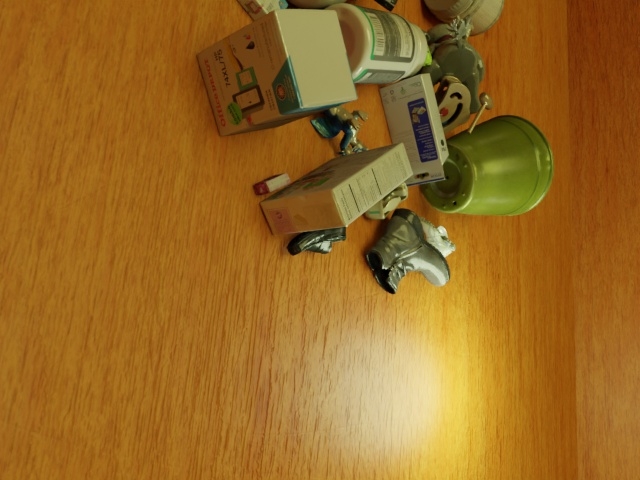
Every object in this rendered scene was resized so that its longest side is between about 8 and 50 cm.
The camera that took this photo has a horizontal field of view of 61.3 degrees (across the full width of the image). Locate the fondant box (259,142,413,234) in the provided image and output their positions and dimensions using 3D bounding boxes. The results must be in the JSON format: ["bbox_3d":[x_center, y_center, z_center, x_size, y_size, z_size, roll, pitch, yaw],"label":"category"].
[{"bbox_3d":[0.046,-0.132,1.354,0.330,0.238,0.096,-36,112,-44],"label":"fondant box"}]

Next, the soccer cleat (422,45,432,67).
[{"bbox_3d":[0.287,-0.583,1.730,0.060,0.179,0.072,-20,108,-30],"label":"soccer cleat"}]

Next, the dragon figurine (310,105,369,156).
[{"bbox_3d":[0.034,-0.337,1.484,0.289,0.144,0.085,41,55,-13],"label":"dragon figurine"}]

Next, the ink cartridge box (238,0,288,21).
[{"bbox_3d":[-0.149,-0.603,1.346,0.122,0.052,0.088,46,53,-35],"label":"ink cartridge box"}]

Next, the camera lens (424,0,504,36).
[{"bbox_3d":[0.540,-0.908,2.025,0.274,0.219,0.219,4,81,-47],"label":"camera lens"}]

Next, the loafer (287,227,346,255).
[{"bbox_3d":[0.000,0.000,1.404,0.223,0.076,0.078,-28,97,-50],"label":"loafer"}]

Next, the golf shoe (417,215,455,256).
[{"bbox_3d":[0.372,-0.006,1.825,0.176,0.086,0.069,43,10,-8],"label":"golf shoe"}]

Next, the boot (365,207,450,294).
[{"bbox_3d":[0.265,0.085,1.681,0.338,0.118,0.222,50,60,-28],"label":"boot"}]

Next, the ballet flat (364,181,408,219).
[{"bbox_3d":[0.223,-0.133,1.667,0.248,0.086,0.086,-42,115,-43],"label":"ballet flat"}]

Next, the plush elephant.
[{"bbox_3d":[0.421,-0.633,1.864,0.255,0.272,0.330,-100,-167,-55],"label":"plush elephant"}]

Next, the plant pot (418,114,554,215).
[{"bbox_3d":[0.541,-0.236,1.871,0.353,0.366,0.366,-15,95,-36],"label":"plant pot"}]

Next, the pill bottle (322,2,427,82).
[{"bbox_3d":[0.149,-0.554,1.552,0.361,0.204,0.204,-18,98,-50],"label":"pill bottle"}]

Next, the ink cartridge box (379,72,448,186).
[{"bbox_3d":[0.305,-0.346,1.725,0.065,0.165,0.332,-23,102,-46],"label":"ink cartridge box"}]

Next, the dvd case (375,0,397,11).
[{"bbox_3d":[0.134,-0.779,1.547,0.239,0.029,0.179,30,59,-9],"label":"dvd case"}]

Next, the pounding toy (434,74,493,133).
[{"bbox_3d":[0.419,-0.427,1.753,0.154,0.270,0.155,54,13,-35],"label":"pounding toy"}]

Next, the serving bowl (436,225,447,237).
[{"bbox_3d":[0.415,-0.008,1.899,0.083,0.027,0.083,10,77,-46],"label":"serving bowl"}]

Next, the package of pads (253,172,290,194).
[{"bbox_3d":[-0.117,-0.138,1.315,0.083,0.050,0.032,-32,108,-46],"label":"package of pads"}]

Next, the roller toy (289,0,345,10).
[{"bbox_3d":[-0.003,-0.708,1.419,0.146,0.191,0.209,-26,104,-47],"label":"roller toy"}]

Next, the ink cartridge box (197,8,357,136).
[{"bbox_3d":[-0.099,-0.366,1.205,0.197,0.270,0.198,-24,102,-45],"label":"ink cartridge box"}]
